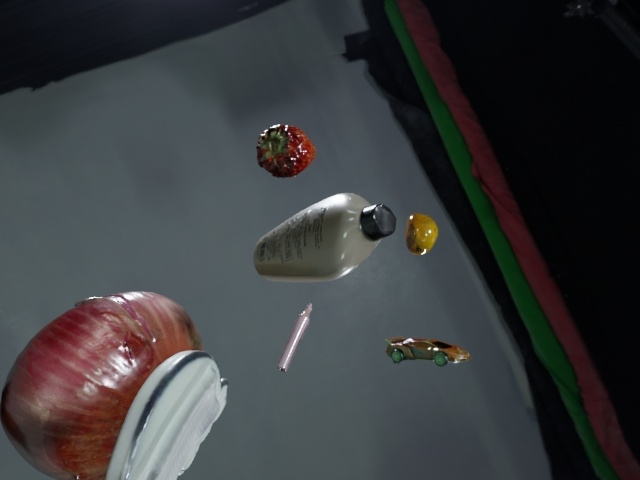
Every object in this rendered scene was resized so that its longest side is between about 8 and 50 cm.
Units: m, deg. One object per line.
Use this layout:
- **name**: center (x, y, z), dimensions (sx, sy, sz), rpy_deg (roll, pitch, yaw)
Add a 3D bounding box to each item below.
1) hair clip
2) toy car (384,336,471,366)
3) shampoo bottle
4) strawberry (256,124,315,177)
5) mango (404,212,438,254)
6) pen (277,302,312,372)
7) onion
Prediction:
- **hair clip**: center (-0.111, 0.163, 0.321), dimensions (0.220, 0.054, 0.140), rpy_deg (-69, 165, -56)
- **toy car**: center (0.155, 0.161, 0.647), dimensions (0.059, 0.122, 0.035), rpy_deg (6, 78, -50)
- **shampoo bottle**: center (0.000, 0.000, 0.638), dimensions (0.078, 0.257, 0.127), rpy_deg (28, 62, -31)
- **strawberry**: center (-0.038, -0.112, 0.576), dimensions (0.083, 0.073, 0.073), rpy_deg (9, 53, -58)
- **mango**: center (0.196, -0.016, 0.864), dimensions (0.114, 0.061, 0.080), rpy_deg (-62, 157, -61)
- **pen**: center (-0.061, 0.246, 1.159), dimensions (0.053, 0.032, 0.197), rpy_deg (90, 22, -58)
- **onion**: center (-0.366, 0.255, 0.803), dimensions (0.353, 0.354, 0.353), rpy_deg (158, -90, -88)
